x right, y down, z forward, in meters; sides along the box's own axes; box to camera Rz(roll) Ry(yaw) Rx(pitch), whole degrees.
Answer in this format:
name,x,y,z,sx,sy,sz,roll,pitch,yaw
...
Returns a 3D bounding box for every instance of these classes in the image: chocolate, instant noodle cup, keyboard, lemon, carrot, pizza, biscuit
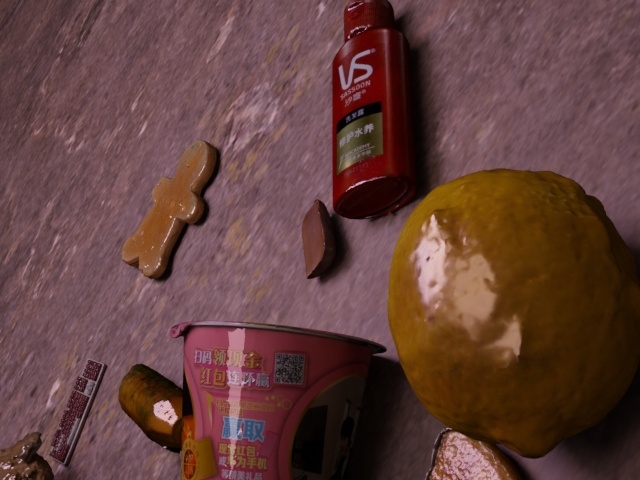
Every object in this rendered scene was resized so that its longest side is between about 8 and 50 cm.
name,x,y,z,sx,sy,sz,roll,pitch,yaw
chocolate,0.000,0.000,1.325,0.064,0.031,0.101,-55,31,38
instant noodle cup,-0.058,0.226,1.123,0.244,0.244,0.255,-6,72,47
keyboard,-0.387,0.268,1.612,0.055,0.017,0.166,8,75,50
lemon,0.176,0.061,0.935,0.233,0.233,0.288,-31,49,33
carrot,-0.221,0.230,1.398,0.173,0.082,0.082,20,84,49
pizza,0.141,0.289,0.993,0.176,0.036,0.184,-57,40,9
biscuit,-0.231,-0.051,1.615,0.153,0.030,0.234,28,90,51

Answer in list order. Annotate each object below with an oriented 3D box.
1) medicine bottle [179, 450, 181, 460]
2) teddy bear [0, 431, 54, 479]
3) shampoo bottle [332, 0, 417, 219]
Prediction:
name,x,y,z,sx,sy,sz,roll,pitch,yaw
medicine bottle,-0.146,0.296,1.302,0.047,0.047,0.083,-52,39,12
teddy bear,-0.437,0.416,1.475,0.267,0.156,0.256,-47,39,21
shampoo bottle,0.066,-0.180,1.319,0.118,0.076,0.314,-28,50,39
